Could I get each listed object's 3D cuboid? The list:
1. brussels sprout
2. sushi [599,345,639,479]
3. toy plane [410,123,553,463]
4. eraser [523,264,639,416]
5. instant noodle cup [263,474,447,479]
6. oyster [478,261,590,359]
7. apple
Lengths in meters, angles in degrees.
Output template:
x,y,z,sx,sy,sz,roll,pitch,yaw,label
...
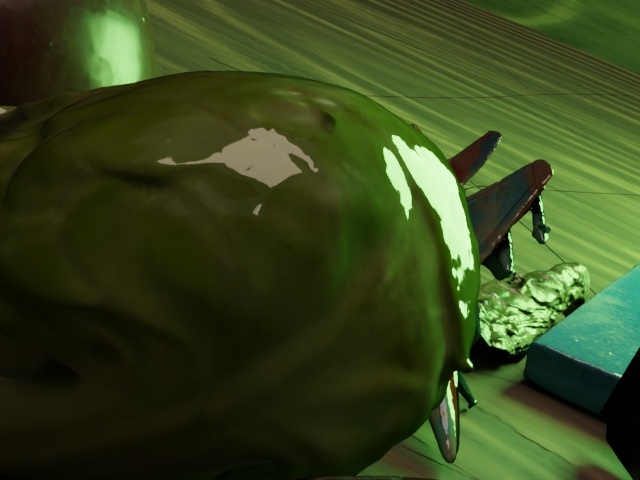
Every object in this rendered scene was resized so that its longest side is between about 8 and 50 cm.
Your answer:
x,y,z,sx,sy,sz,roll,pitch,yaw,label
-0.064,0.021,0.876,0.328,0.247,0.328,-12,2,0,brussels sprout
0.321,0.132,1.065,0.150,0.153,0.172,12,29,-28,sushi
0.086,0.045,1.142,0.104,0.223,0.326,50,24,-42,toy plane
0.286,0.092,1.302,0.144,0.042,0.312,24,20,20,eraser
-0.030,0.173,0.659,0.274,0.090,0.274,-7,4,0,instant noodle cup
0.154,0.050,1.274,0.106,0.061,0.200,22,19,16,oyster
-0.266,-0.134,1.150,0.306,0.235,0.305,12,22,-5,apple
